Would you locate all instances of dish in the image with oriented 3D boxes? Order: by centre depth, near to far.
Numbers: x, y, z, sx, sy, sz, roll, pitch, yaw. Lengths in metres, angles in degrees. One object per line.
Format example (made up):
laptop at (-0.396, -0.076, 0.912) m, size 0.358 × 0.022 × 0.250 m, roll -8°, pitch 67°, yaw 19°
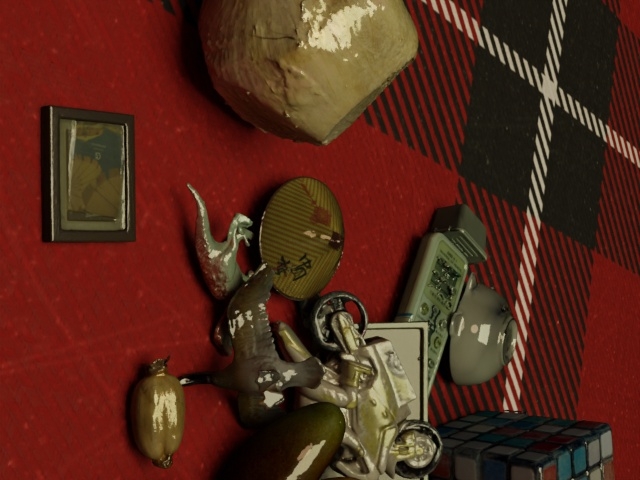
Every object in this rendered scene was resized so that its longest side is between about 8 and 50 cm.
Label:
dish at (0.323, 0.173, 1.780) m, size 0.236 × 0.086 × 0.227 m, roll -17°, pitch 112°, yaw -60°

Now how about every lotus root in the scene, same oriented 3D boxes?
lotus root at (-0.216, 0.226, 1.245) m, size 0.073 × 0.062 × 0.150 m, roll -1°, pitch 89°, yaw -25°

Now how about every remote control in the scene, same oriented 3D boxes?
remote control at (0.176, 0.152, 1.680) m, size 0.128 × 0.066 × 0.335 m, roll 40°, pitch 61°, yaw -38°

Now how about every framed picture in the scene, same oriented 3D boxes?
framed picture at (-0.293, -0.081, 1.193) m, size 0.128 × 0.023 × 0.168 m, roll 0°, pitch 89°, yaw -48°
framed picture at (0.083, 0.279, 1.545) m, size 0.211 × 0.020 × 0.289 m, roll 1°, pitch 89°, yaw -23°

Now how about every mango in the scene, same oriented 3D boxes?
mango at (-0.068, 0.332, 1.341) m, size 0.111 × 0.133 × 0.267 m, roll 47°, pitch 74°, yaw -17°

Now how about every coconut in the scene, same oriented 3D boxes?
coconut at (-0.026, -0.300, 1.304) m, size 0.254 × 0.297 × 0.297 m, roll 42°, pitch 59°, yaw -42°

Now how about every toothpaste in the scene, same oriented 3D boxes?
toothpaste at (-0.028, 0.031, 1.479) m, size 0.062 × 0.037 × 0.216 m, roll -29°, pitch 113°, yaw -53°

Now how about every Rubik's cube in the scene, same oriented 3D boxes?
Rubik's cube at (0.345, 0.484, 1.697) m, size 0.287 × 0.292 × 0.292 m, roll -7°, pitch 96°, yaw -47°

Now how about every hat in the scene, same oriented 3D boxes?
hat at (0.000, 0.000, 1.419) m, size 0.193 × 0.082 × 0.193 m, roll -9°, pitch 101°, yaw -47°

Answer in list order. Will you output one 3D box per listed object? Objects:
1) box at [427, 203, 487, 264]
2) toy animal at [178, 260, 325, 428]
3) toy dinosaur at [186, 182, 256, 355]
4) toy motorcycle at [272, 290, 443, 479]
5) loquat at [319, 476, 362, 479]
box at (0.262, -0.012, 1.770) m, size 0.122 × 0.084 × 0.069 m, roll 43°, pitch 51°, yaw -40°
toy animal at (-0.104, 0.177, 1.300) m, size 0.197 × 0.160 × 0.272 m, roll -13°, pitch 106°, yaw -33°
toy dinosaur at (-0.145, 0.033, 1.330) m, size 0.167 × 0.053 × 0.242 m, roll -56°, pitch 136°, yaw -24°
toy motorcycle at (0.040, 0.255, 1.463) m, size 0.223 × 0.108 × 0.340 m, roll -29°, pitch 99°, yaw -12°
loquat at (0.027, 0.466, 1.384) m, size 0.235 × 0.235 × 0.234 m, roll 1°, pitch 88°, yaw -48°
